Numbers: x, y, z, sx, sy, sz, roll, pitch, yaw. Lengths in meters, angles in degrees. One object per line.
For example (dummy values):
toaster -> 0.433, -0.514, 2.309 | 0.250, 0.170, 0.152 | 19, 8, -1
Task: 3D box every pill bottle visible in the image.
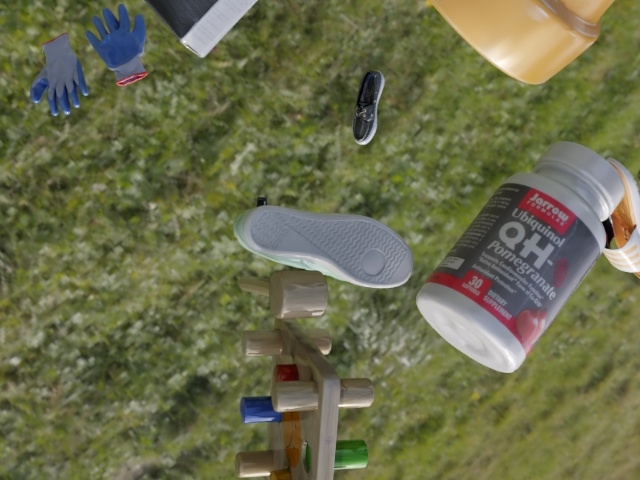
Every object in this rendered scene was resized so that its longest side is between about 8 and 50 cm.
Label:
pill bottle -> 0.296, 0.016, 1.418 | 0.318, 0.176, 0.176 | -51, 152, -14

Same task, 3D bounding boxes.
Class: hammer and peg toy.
hammer and peg toy -> -0.024, 0.196, 1.290 | 0.127, 0.266, 0.361 | 0, 104, -16

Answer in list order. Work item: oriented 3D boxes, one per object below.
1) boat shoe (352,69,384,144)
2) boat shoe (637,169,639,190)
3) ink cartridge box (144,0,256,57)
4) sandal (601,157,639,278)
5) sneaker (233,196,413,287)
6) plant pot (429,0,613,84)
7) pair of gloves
boat shoe -> 0.084, -0.252, 1.854 | 0.040, 0.049, 0.142 | 1, 103, -62
boat shoe -> 0.567, -0.039, 1.358 | 0.113, 0.302, 0.103 | -37, 122, -17
ink cartridge box -> -0.152, -0.458, 1.378 | 0.307, 0.303, 0.072 | -46, 149, 8
sandal -> 0.497, -0.027, 1.676 | 0.076, 0.102, 0.265 | -31, 128, -4
sneaker -> 0.000, -0.001, 1.408 | 0.256, 0.151, 0.094 | 16, 88, -18
plant pot -> 0.171, -0.250, 0.706 | 0.188, 0.205, 0.205 | -38, 157, 30
pair of gloves -> -0.348, -0.270, 1.476 | 0.198, 0.159, 0.023 | -23, 147, 4
